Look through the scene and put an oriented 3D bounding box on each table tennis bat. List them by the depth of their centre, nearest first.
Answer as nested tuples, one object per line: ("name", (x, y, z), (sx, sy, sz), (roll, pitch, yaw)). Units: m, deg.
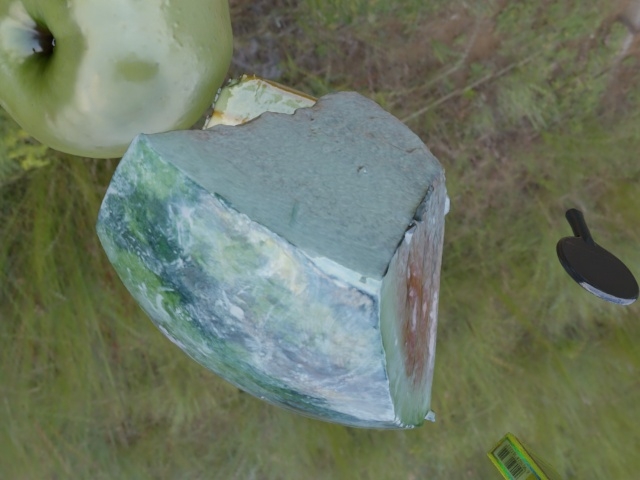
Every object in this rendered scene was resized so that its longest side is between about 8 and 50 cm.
("table tennis bat", (0.447, 0.023, 1.543), (0.150, 0.236, 0.027), (19, 123, -15))

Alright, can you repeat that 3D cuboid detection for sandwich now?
("sandwich", (0.009, -0.067, 1.021), (0.227, 0.198, 0.155), (20, 91, -61))

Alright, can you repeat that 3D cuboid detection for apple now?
("apple", (-0.300, -0.286, 1.347), (0.357, 0.357, 0.357), (-20, 157, -9))

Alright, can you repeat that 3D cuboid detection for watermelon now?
("watermelon", (0.000, 0.000, 0.742), (0.228, 0.258, 0.387), (12, 156, 27))

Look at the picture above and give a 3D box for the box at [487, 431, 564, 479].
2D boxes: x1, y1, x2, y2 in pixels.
("box", (0.384, 0.431, 1.555), (0.064, 0.220, 0.141), (-45, 120, 7))
